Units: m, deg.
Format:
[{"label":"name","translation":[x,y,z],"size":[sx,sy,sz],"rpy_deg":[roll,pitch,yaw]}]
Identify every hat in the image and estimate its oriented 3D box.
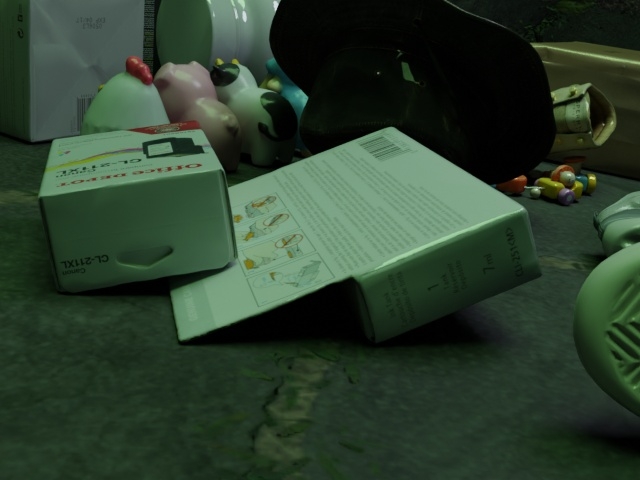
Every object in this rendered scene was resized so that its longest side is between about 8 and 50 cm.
[{"label":"hat","translation":[0.071,-0.122,0.870],"size":[0.331,0.331,0.134],"rpy_deg":[16,63,27]}]

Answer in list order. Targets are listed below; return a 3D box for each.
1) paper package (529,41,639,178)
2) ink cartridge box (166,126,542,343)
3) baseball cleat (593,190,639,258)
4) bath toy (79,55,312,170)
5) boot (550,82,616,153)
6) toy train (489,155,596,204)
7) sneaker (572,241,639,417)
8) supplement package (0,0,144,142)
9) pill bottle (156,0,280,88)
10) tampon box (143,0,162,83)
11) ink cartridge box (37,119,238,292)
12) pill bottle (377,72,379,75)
[{"label":"paper package","translation":[0.486,-0.208,1.299],"size":[0.309,0.168,0.325],"rpy_deg":[17,20,25]},{"label":"ink cartridge box","translation":[0.000,0.000,0.647],"size":[0.238,0.060,0.275],"rpy_deg":[-22,23,-6]},{"label":"baseball cleat","translation":[0.361,-0.011,0.766],"size":[0.205,0.072,0.109],"rpy_deg":[6,33,-2]},{"label":"bath toy","translation":[-0.133,-0.153,0.955],"size":[0.151,0.129,0.348],"rpy_deg":[17,21,29]},{"label":"boot","translation":[0.239,-0.145,1.046],"size":[0.203,0.095,0.262],"rpy_deg":[-3,1,42]},{"label":"toy train","translation":[0.274,-0.085,1.031],"size":[0.125,0.046,0.166],"rpy_deg":[20,22,35]},{"label":"sneaker","translation":[0.311,0.058,0.499],"size":[0.349,0.131,0.148],"rpy_deg":[6,4,-4]},{"label":"supplement package","translation":[-0.393,-0.247,1.071],"size":[0.292,0.175,0.177],"rpy_deg":[18,23,32]},{"label":"pill bottle","translation":[-0.062,-0.346,1.420],"size":[0.407,0.229,0.229],"rpy_deg":[-9,24,-40]},{"label":"tampon box","translation":[-0.355,-0.363,1.473],"size":[0.101,0.161,0.120],"rpy_deg":[-9,22,-39]},{"label":"ink cartridge box","translation":[-0.140,-0.034,0.633],"size":[0.127,0.072,0.175],"rpy_deg":[-10,21,-12]},{"label":"pill bottle","translation":[0.099,-0.205,1.213],"size":[0.121,0.121,0.221],"rpy_deg":[-8,23,-39]}]
